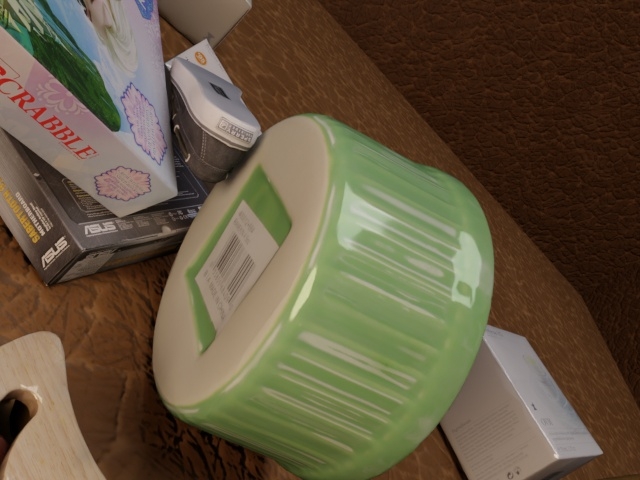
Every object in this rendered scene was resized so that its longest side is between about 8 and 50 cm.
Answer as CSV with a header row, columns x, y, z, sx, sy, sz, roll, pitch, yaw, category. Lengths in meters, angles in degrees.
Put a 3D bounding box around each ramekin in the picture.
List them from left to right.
x,y,z,sx,sy,sz,roll,pitch,yaw,category
-0.018,0.040,0.526,0.148,0.303,0.303,28,31,-29,ramekin

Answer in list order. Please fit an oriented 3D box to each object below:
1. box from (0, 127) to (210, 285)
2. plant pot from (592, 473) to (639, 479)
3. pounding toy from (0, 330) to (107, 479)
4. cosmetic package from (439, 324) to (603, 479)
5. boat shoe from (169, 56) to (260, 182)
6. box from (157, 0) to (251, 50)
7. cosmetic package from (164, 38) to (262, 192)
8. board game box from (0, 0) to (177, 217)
x,y,z,sx,sy,sz,roll,pitch,yaw,category
-0.218,-0.064,0.605,0.183,0.056,0.231,53,23,7,box
0.404,0.413,0.790,0.237,0.254,0.237,40,27,-24,plant pot
-0.124,0.164,0.310,0.154,0.155,0.269,9,46,-52,pounding toy
0.289,0.263,0.942,0.224,0.138,0.225,21,33,-49,cosmetic package
-0.116,-0.120,0.602,0.080,0.076,0.228,22,19,-32,boat shoe
-0.221,-0.481,1.132,0.148,0.127,0.232,37,26,-31,box
-0.121,-0.122,0.763,0.239,0.060,0.099,59,34,-21,cosmetic package
-0.229,-0.227,0.472,0.318,0.066,0.319,54,20,-60,board game box
